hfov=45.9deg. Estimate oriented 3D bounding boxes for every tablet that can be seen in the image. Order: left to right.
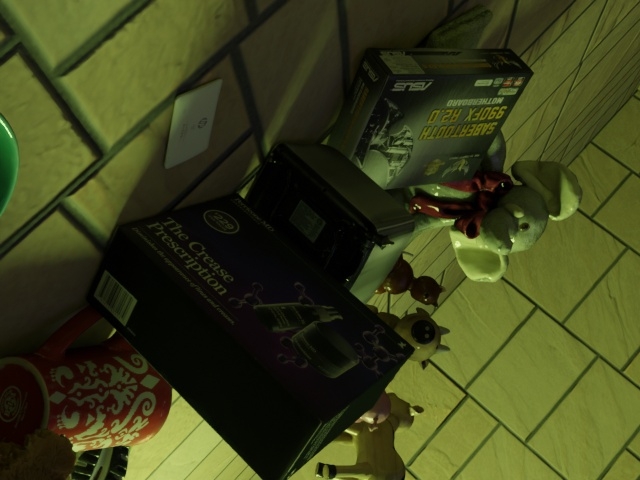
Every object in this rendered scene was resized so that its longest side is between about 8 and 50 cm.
[{"bbox_3d":[-0.112,-0.102,0.668,0.054,0.006,0.083,-35,158,-40],"label":"tablet"}]

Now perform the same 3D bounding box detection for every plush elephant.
[{"bbox_3d":[0.253,-0.061,1.226,0.330,0.255,0.272,-22,148,-56],"label":"plush elephant"}]

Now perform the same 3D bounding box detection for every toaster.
[{"bbox_3d":[0.000,0.000,0.862,0.110,0.185,0.168,-16,143,-53],"label":"toaster"}]

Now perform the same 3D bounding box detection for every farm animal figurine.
[{"bbox_3d":[0.081,0.161,1.051,0.327,0.172,0.330,-169,-89,-73],"label":"farm animal figurine"}]

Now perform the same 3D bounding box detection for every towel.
[{"bbox_3d":[0.175,-0.253,1.018,0.148,0.027,0.110,-34,156,-40],"label":"towel"}]

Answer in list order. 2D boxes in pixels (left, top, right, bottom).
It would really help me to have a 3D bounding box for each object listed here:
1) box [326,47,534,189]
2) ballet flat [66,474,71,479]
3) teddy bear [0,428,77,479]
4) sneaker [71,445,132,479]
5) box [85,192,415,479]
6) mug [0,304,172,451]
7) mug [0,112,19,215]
[{"bbox_3d":[0.130,-0.149,0.943,0.231,0.056,0.183,-8,140,-32],"label":"box"},{"bbox_3d":[-0.328,0.279,0.830,0.316,0.107,0.106,-58,-179,42],"label":"ballet flat"},{"bbox_3d":[-0.333,0.190,0.513,0.338,0.113,0.245,-12,102,-58],"label":"teddy bear"},{"bbox_3d":[-0.243,0.202,0.900,0.208,0.081,0.094,-61,-161,3],"label":"sneaker"},{"bbox_3d":[-0.065,0.082,0.741,0.184,0.261,0.103,-21,147,-58],"label":"box"},{"bbox_3d":[-0.244,0.138,0.740,0.113,0.150,0.169,-16,169,21],"label":"mug"},{"bbox_3d":[-0.237,-0.034,0.355,0.158,0.097,0.129,-46,163,-9],"label":"mug"}]
